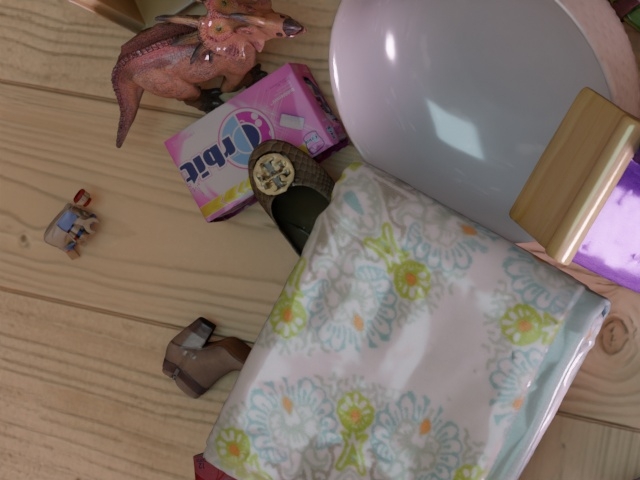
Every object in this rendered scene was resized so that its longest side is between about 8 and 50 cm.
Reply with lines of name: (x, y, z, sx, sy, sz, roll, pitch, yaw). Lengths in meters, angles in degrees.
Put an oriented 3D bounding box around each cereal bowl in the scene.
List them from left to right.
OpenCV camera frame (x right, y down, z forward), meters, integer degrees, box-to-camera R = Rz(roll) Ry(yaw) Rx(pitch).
cereal bowl: (0.184, -0.174, 1.831, 0.339, 0.141, 0.339, 20, 130, 26)

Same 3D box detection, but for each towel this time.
towel: (0.083, 0.149, 1.853, 0.320, 0.090, 0.374, 30, 98, 16)

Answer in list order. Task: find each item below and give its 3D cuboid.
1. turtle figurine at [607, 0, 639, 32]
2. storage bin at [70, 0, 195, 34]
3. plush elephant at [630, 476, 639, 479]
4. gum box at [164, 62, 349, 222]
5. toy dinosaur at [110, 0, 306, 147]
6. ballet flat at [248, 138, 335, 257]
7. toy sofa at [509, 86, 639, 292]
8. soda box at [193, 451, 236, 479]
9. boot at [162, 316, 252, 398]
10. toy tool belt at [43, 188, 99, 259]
turtle figurine: (0.389, -0.249, 1.758, 0.275, 0.198, 0.266, -24, 88, 23)
storage bin: (-0.181, -0.372, 1.919, 0.262, 0.260, 0.123, -31, 69, 19)
plush elephant: (0.305, 0.387, 1.808, 0.272, 0.255, 0.330, -15, 127, -17)
gum box: (-0.068, -0.113, 1.999, 0.188, 0.062, 0.107, -31, 83, 18)
toy dinosaur: (-0.149, -0.212, 1.951, 0.296, 0.200, 0.127, -29, 83, 19)
ballet flat: (0.000, 0.000, 1.946, 0.084, 0.058, 0.250, -27, 102, 20)
toy sofa: (0.378, 0.008, 1.685, 0.150, 0.362, 0.177, -60, 29, 12)
soda box: (-0.005, 0.270, 1.979, 0.263, 0.092, 0.083, -5, 88, 20)
boot: (-0.126, 0.148, 2.049, 0.118, 0.042, 0.087, 37, 110, 16)
toy tool belt: (-0.288, -0.018, 2.097, 0.051, 0.052, 0.083, 37, 110, -18)
